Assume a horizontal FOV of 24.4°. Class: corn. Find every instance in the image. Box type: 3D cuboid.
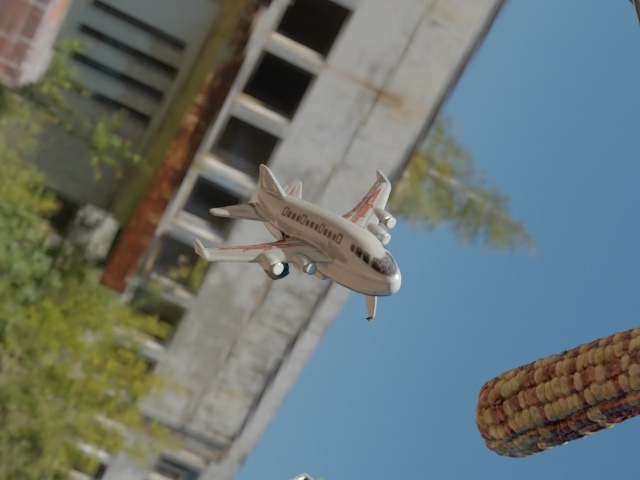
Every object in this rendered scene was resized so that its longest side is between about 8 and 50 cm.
[{"bbox_3d":[0.224,0.114,1.191,0.237,0.079,0.080,-30,-146,43],"label":"corn"}]

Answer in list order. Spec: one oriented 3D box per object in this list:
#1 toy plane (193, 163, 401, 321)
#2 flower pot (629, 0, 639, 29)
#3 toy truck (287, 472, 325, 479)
[{"bbox_3d":[0.000,0.000,1.036,0.171,0.162,0.066,40,-40,40],"label":"toy plane"},{"bbox_3d":[0.363,-0.175,1.262,0.235,0.235,0.148,138,-36,-63],"label":"flower pot"},{"bbox_3d":[-0.034,0.385,1.583,0.133,0.184,0.338,41,-29,41],"label":"toy truck"}]
